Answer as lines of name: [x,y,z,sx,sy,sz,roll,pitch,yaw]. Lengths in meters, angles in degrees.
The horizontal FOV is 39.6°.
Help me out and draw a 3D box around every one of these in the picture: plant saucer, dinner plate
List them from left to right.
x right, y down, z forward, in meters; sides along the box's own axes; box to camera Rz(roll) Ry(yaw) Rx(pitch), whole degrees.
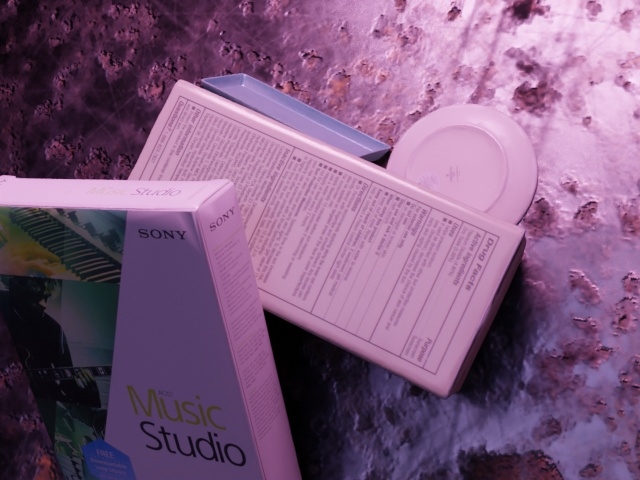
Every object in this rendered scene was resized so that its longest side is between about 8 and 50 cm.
plant saucer: [-0.027,-0.117,0.858,0.192,0.067,0.018,31,120,26]
dinner plate: [0.123,-0.059,0.802,0.141,0.017,0.141,-7,74,23]

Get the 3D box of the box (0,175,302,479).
box: [-0.147,0.103,0.735,0.232,0.058,0.322,2,117,27]

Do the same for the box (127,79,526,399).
box: [0.000,0.000,0.743,0.311,0.121,0.148,27,88,14]
